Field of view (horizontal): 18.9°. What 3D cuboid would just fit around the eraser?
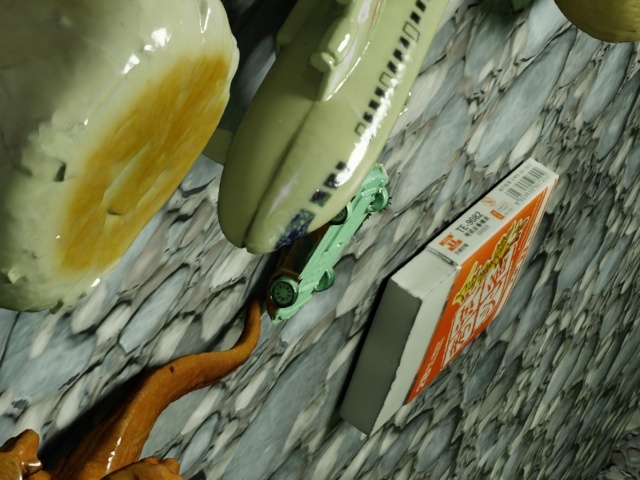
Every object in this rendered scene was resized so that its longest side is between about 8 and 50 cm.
[{"bbox_3d":[0.106,0.044,1.554,0.230,0.038,0.157,-38,155,-46],"label":"eraser"}]

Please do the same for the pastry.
[{"bbox_3d":[-0.102,-0.047,0.759,0.166,0.088,0.166,-48,162,-21],"label":"pastry"}]

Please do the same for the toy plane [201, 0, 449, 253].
[{"bbox_3d":[0.017,-0.098,0.960,0.256,0.104,0.242,-48,163,-25],"label":"toy plane"}]

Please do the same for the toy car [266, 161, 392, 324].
[{"bbox_3d":[0.000,0.000,1.201,0.122,0.035,0.059,-55,165,25],"label":"toy car"}]

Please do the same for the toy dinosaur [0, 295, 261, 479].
[{"bbox_3d":[-0.129,0.146,1.011,0.432,0.097,0.208,-43,172,-29],"label":"toy dinosaur"}]

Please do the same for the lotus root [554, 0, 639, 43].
[{"bbox_3d":[0.202,-0.211,1.210,0.146,0.131,0.303,-54,162,-12],"label":"lotus root"}]
